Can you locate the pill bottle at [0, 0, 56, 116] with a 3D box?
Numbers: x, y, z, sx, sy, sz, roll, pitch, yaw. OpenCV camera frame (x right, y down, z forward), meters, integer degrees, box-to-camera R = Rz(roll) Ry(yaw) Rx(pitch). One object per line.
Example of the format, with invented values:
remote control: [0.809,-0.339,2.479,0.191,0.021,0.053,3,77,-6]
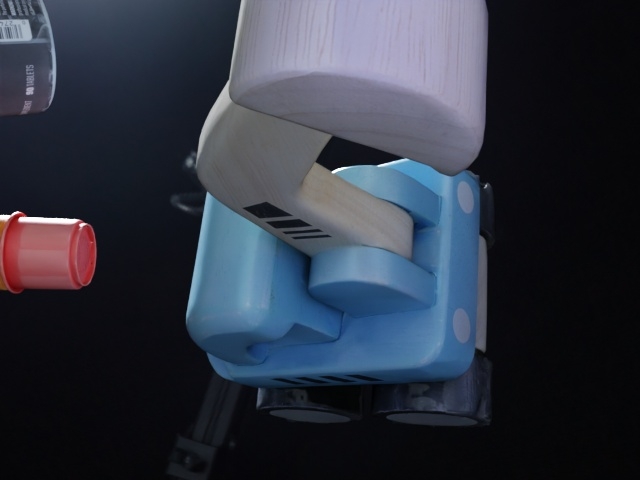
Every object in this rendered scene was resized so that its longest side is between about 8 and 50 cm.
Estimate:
pill bottle: [-0.384,-0.172,0.727,0.245,0.130,0.131,-12,-112,-32]

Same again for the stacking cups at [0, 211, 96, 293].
stacking cups: [-0.369,0.007,0.728,0.316,0.096,0.096,2,-108,-2]

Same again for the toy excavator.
toy excavator: [0.000,0.000,0.596,0.432,0.445,0.223,-11,-115,39]
